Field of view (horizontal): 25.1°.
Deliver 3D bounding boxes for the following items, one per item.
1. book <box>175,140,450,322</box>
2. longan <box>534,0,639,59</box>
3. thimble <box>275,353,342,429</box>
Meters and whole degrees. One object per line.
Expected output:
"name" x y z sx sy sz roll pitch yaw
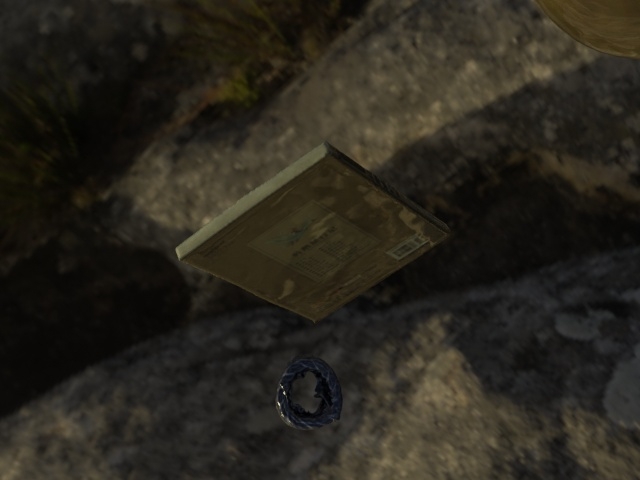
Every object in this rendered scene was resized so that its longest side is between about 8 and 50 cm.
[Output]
"book" 0.000 0.000 1.684 0.217 0.310 0.021 -34 59 17
"longan" 0.246 -0.278 1.036 0.243 0.300 0.300 27 77 -10
"thimble" -0.020 0.216 2.034 0.095 0.066 0.104 -24 92 -8
